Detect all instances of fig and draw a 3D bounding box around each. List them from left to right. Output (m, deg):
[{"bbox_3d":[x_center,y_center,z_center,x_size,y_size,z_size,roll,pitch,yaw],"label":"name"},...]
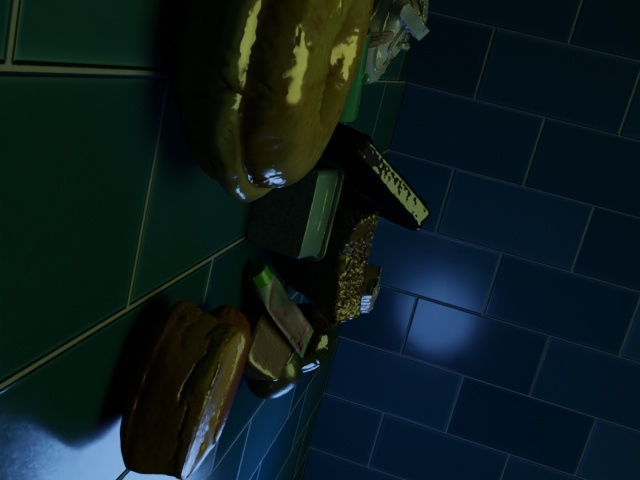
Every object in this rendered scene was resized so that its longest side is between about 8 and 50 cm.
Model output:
[{"bbox_3d":[-0.138,0.278,1.839,0.151,0.151,0.259,-63,144,-46],"label":"fig"},{"bbox_3d":[-0.071,0.294,2.077,0.245,0.195,0.195,-37,165,-4],"label":"fig"}]

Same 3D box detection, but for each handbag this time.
[{"bbox_3d":[-0.125,0.226,1.703,0.151,0.072,0.193,52,45,-35],"label":"handbag"}]

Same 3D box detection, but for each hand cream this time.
[{"bbox_3d":[-0.086,0.153,1.675,0.079,0.050,0.275,-45,131,-18],"label":"hand cream"}]

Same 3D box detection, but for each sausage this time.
[{"bbox_3d":[-0.202,0.248,1.376,0.113,0.114,0.259,15,92,-81],"label":"sausage"}]

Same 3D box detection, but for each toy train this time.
[{"bbox_3d":[0.030,-0.358,1.533,0.248,0.159,0.101,99,17,-45],"label":"toy train"}]

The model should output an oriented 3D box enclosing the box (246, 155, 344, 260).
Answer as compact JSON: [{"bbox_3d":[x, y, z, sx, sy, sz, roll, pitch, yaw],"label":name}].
[{"bbox_3d":[-0.056,-0.073,1.538,0.130,0.162,0.227,-19,126,-65],"label":"box"}]

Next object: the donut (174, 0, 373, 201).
[{"bbox_3d":[-0.056,-0.272,1.053,0.449,0.198,0.448,17,90,-80],"label":"donut"}]

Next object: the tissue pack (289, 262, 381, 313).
[{"bbox_3d":[0.033,0.110,2.031,0.215,0.257,0.123,85,21,-69],"label":"tissue pack"}]

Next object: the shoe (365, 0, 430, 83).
[{"bbox_3d":[0.195,-0.583,1.963,0.172,0.198,0.351,-50,153,-65],"label":"shoe"}]

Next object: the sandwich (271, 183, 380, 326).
[{"bbox_3d":[0.000,0.000,1.688,0.099,0.271,0.301,-21,133,-39],"label":"sandwich"}]

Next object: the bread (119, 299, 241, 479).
[{"bbox_3d":[-0.219,0.229,1.131,0.195,0.143,0.269,13,95,-83],"label":"bread"}]

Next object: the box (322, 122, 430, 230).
[{"bbox_3d":[0.088,-0.154,1.607,0.073,0.289,0.290,-48,-151,-6],"label":"box"}]
